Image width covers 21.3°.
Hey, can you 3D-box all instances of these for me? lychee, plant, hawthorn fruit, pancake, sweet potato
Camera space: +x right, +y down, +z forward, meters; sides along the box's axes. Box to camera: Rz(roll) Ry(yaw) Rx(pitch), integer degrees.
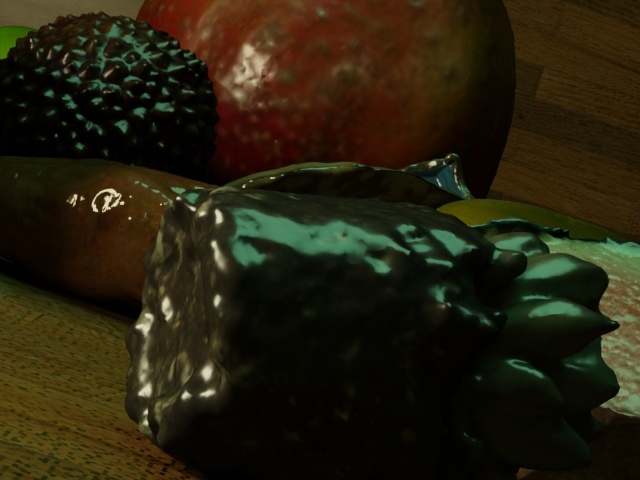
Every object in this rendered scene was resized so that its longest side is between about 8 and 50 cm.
[{"bbox_3d":[-0.167,-0.073,1.209,0.188,0.188,0.188,18,4,-1],"label":"lychee"},{"bbox_3d":[0.023,0.049,0.714,0.194,0.132,0.129,12,9,-19],"label":"plant"},{"bbox_3d":[0.013,-0.175,1.720,0.402,0.403,0.403,18,4,-1],"label":"hawthorn fruit"},{"bbox_3d":[0.000,0.000,1.244,0.212,0.029,0.235,-25,-30,31],"label":"pancake"},{"bbox_3d":[-0.128,-0.004,1.049,0.251,0.097,0.097,15,3,17],"label":"sweet potato"}]

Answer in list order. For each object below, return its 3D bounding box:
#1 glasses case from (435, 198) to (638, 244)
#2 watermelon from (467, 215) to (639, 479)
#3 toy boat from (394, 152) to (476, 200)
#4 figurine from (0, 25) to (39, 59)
[{"bbox_3d":[0.173,0.055,1.216,0.173,0.141,0.371,20,4,34],"label":"glasses case"},{"bbox_3d":[0.135,0.074,0.875,0.318,0.148,0.226,15,12,-22],"label":"watermelon"},{"bbox_3d":[0.034,-0.025,1.334,0.185,0.075,0.077,-10,-30,-16],"label":"toy boat"},{"bbox_3d":[-0.260,-0.107,1.558,0.162,0.143,0.263,41,-4,12],"label":"figurine"}]
